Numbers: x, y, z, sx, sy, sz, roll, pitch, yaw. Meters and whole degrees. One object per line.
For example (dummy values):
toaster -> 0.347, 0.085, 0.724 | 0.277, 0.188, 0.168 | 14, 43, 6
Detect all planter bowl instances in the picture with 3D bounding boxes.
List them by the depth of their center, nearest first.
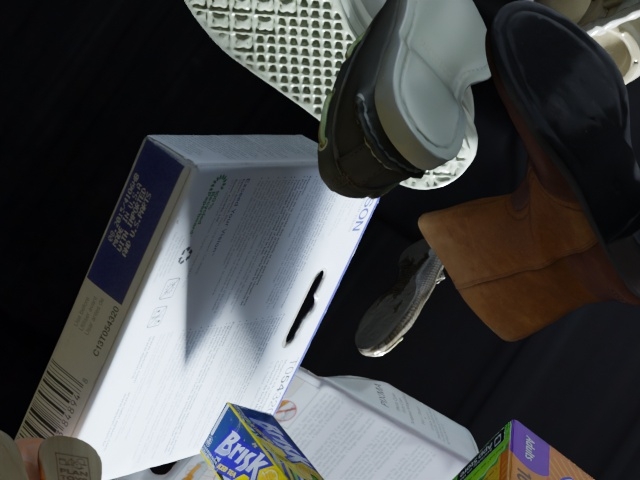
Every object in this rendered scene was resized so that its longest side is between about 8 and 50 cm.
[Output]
planter bowl -> 0.322, -0.239, 1.648 | 0.162, 0.109, 0.162 | 7, 129, 9

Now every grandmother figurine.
grandmother figurine -> -0.288, 0.302, 1.205 | 0.207, 0.342, 0.104 | 18, -147, -22

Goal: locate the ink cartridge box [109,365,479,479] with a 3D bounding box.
ink cartridge box -> -0.046, 0.278, 1.715 | 0.385, 0.308, 0.091 | 32, -162, -21

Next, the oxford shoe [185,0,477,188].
oxford shoe -> 0.001, -0.234, 1.480 | 0.169, 0.130, 0.449 | -30, 120, 34

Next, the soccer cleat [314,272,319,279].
soccer cleat -> 0.000, 0.000, 1.640 | 0.076, 0.196, 0.068 | -7, -128, -37

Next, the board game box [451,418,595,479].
board game box -> 0.196, 0.467, 1.328 | 0.356, 0.356, 0.356 | 38, -158, -6

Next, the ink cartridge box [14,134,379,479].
ink cartridge box -> -0.100, 0.057, 1.303 | 0.071, 0.324, 0.330 | 33, -161, 24

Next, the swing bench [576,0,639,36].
swing bench -> 0.306, -0.354, 1.359 | 0.253, 0.165, 0.255 | -16, 112, 48

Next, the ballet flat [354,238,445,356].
ballet flat -> 0.112, 0.080, 1.850 | 0.084, 0.250, 0.058 | -19, 112, 30

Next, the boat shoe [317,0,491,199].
boat shoe -> 0.068, -0.132, 1.137 | 0.109, 0.091, 0.305 | 50, -150, -16

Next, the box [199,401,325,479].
box -> -0.041, 0.212, 1.249 | 0.054, 0.059, 0.169 | 21, -166, -37

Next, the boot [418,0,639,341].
boot -> 0.166, -0.047, 1.181 | 0.264, 0.096, 0.280 | 49, 156, -9
